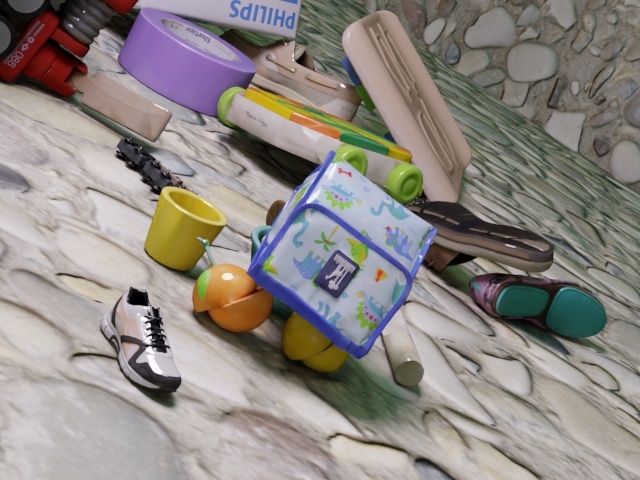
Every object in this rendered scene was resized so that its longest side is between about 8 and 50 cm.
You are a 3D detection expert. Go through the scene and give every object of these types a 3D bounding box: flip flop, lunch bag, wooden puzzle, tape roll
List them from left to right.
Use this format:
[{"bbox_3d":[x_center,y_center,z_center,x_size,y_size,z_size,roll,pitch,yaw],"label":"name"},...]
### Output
[{"bbox_3d":[-0.192,-0.257,1.839,0.189,0.080,0.189,28,16,-9],"label":"tape roll"},{"bbox_3d":[0.016,0.016,1.129,0.129,0.096,0.151,37,50,-6],"label":"lunch bag"},{"bbox_3d":[0.135,-0.219,2.107,0.322,0.080,0.348,59,18,-7],"label":"wooden puzzle"},{"bbox_3d":[0.179,0.008,1.646,0.277,0.080,0.112,20,25,40],"label":"flip flop"}]

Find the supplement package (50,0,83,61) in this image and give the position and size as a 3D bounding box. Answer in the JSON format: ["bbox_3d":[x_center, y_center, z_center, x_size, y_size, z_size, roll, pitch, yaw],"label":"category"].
[{"bbox_3d":[-0.386,-0.357,1.629,0.177,0.175,0.293,21,17,-30],"label":"supplement package"}]

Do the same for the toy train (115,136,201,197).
[{"bbox_3d":[-0.170,-0.065,1.385,0.158,0.027,0.036,41,8,36],"label":"toy train"}]

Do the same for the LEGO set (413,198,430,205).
[{"bbox_3d":[0.143,-0.050,1.901,0.083,0.023,0.054,13,17,-10],"label":"LEGO set"}]

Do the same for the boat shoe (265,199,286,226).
[{"bbox_3d":[0.000,0.000,1.421,0.049,0.056,0.152,5,28,-45],"label":"boat shoe"}]

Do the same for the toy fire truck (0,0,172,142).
[{"bbox_3d":[-0.267,-0.247,1.469,0.246,0.217,0.158,36,8,-36],"label":"toy fire truck"}]

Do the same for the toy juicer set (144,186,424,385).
[{"bbox_3d":[0.004,0.048,1.220,0.329,0.089,0.209,19,19,-34],"label":"toy juicer set"}]

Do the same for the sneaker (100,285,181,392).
[{"bbox_3d":[-0.135,0.075,0.977,0.040,0.044,0.109,17,22,-43],"label":"sneaker"}]

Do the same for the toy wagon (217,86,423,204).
[{"bbox_3d":[0.026,-0.132,1.778,0.344,0.068,0.267,12,14,-46],"label":"toy wagon"}]

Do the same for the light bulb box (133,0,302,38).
[{"bbox_3d":[-0.201,-0.534,2.025,0.225,0.361,0.358,17,11,40],"label":"light bulb box"}]

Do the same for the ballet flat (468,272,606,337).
[{"bbox_3d":[0.283,0.074,1.664,0.221,0.077,0.079,12,19,-36],"label":"ballet flat"}]

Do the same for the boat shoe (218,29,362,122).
[{"bbox_3d":[-0.050,-0.290,2.149,0.302,0.098,0.109,38,18,27],"label":"boat shoe"}]
